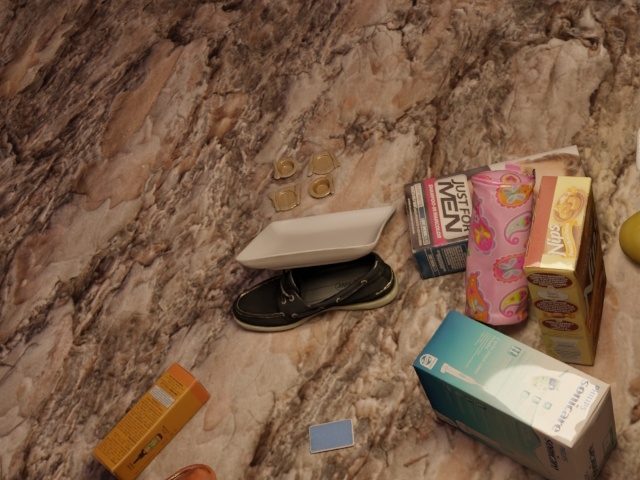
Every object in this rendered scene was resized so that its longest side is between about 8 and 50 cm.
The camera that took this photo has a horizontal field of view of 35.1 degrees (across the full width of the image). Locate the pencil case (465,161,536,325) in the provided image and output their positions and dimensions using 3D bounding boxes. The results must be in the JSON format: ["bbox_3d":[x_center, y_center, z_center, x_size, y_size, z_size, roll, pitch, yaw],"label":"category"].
[{"bbox_3d":[0.323,0.008,1.814,0.124,0.284,0.124,0,16,0],"label":"pencil case"}]

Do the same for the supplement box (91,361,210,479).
[{"bbox_3d":[-0.321,0.348,1.922,0.080,0.078,0.233,29,69,34],"label":"supplement box"}]

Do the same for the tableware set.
[{"bbox_3d":[-0.036,-0.134,2.204,0.168,0.020,0.141,-14,52,11],"label":"tableware set"}]

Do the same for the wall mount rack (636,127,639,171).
[{"bbox_3d":[0.733,-0.163,1.811,0.304,0.350,0.131,-1,92,23],"label":"wall mount rack"}]

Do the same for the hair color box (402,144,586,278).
[{"bbox_3d":[0.344,-0.055,1.956,0.347,0.105,0.174,-13,53,10],"label":"hair color box"}]

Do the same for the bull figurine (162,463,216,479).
[{"bbox_3d":[-0.231,0.541,1.735,0.188,0.101,0.310,-18,52,9],"label":"bull figurine"}]

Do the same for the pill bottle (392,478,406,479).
[{"bbox_3d":[0.156,0.452,1.654,0.193,0.108,0.108,7,58,24],"label":"pill bottle"}]

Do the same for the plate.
[{"bbox_3d":[0.000,0.000,2.002,0.277,0.045,0.278,-6,15,15],"label":"plate"}]

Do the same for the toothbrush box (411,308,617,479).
[{"bbox_3d":[0.322,0.267,1.660,0.295,0.216,0.126,26,68,33],"label":"toothbrush box"}]

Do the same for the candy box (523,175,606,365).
[{"bbox_3d":[0.420,0.057,1.711,0.087,0.316,0.183,4,58,23],"label":"candy box"}]

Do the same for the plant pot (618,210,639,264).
[{"bbox_3d":[0.598,-0.006,1.826,0.095,0.134,0.134,2,52,52],"label":"plant pot"}]

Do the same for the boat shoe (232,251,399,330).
[{"bbox_3d":[-0.023,0.090,1.977,0.340,0.113,0.127,-7,53,15],"label":"boat shoe"}]

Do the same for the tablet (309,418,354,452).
[{"bbox_3d":[0.020,0.356,1.839,0.083,0.006,0.054,-13,53,12],"label":"tablet"}]
